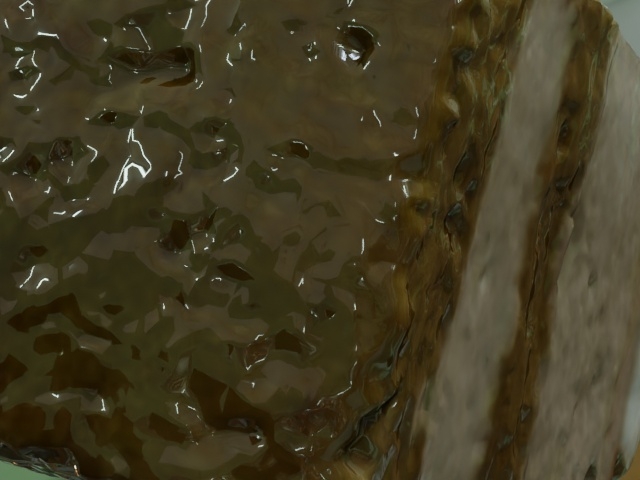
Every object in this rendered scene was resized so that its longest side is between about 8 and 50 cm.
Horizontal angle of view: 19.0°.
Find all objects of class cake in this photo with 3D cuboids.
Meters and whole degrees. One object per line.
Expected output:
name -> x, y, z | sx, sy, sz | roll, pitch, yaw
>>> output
cake -> 0.000, 0.000, 0.631 | 0.199, 0.196, 0.293 | 8, -9, 27
